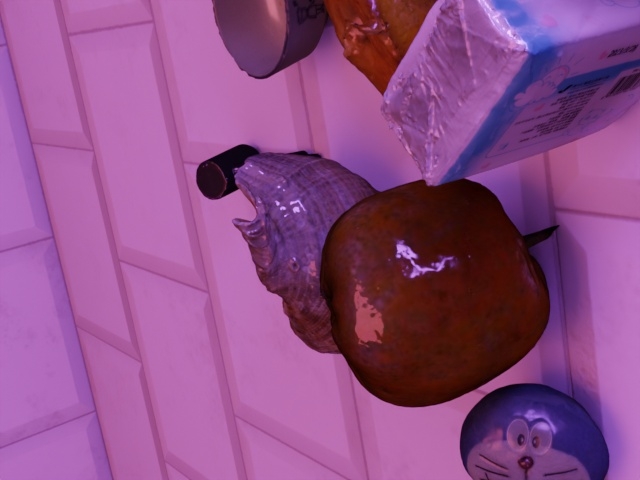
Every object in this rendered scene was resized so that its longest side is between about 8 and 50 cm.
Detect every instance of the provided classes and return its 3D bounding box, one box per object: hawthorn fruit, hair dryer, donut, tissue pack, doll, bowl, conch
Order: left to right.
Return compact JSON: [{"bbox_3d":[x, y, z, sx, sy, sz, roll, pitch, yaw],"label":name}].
[{"bbox_3d":[-0.089,-0.131,1.599,0.248,0.114,0.070,-9,106,39],"label":"hair dryer"},{"bbox_3d":[-0.062,-0.351,1.393,0.211,0.112,0.211,35,135,46],"label":"bowl"},{"bbox_3d":[0.017,-0.005,1.358,0.352,0.210,0.297,62,-169,-56],"label":"conch"},{"bbox_3d":[0.064,-0.285,1.157,0.253,0.118,0.253,54,176,6],"label":"donut"},{"bbox_3d":[0.150,0.054,1.139,0.268,0.301,0.267,-19,-90,-84],"label":"hawthorn fruit"},{"bbox_3d":[0.265,0.302,1.190,0.228,0.154,0.258,8,125,20],"label":"doll"},{"bbox_3d":[0.212,-0.173,0.897,0.124,0.271,0.201,61,147,18],"label":"tissue pack"}]
